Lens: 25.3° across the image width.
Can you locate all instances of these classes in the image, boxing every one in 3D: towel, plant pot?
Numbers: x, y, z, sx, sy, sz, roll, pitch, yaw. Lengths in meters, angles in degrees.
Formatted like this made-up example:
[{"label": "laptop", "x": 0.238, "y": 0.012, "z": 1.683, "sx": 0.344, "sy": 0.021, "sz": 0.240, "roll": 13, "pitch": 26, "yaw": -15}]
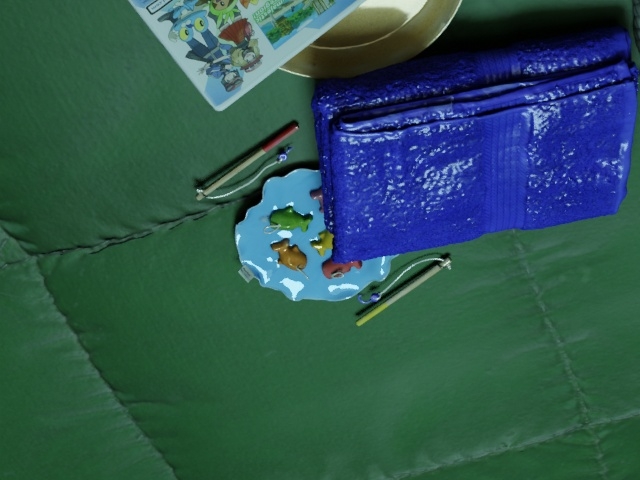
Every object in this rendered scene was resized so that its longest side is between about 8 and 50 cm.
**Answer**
[{"label": "towel", "x": 0.152, "y": -0.081, "z": 1.381, "sx": 0.308, "sy": 0.076, "sz": 0.227, "roll": -10, "pitch": 132, "yaw": -3}, {"label": "plant pot", "x": 0.015, "y": -0.250, "z": 1.282, "sx": 0.236, "sy": 0.032, "sz": 0.236, "roll": -1, "pitch": 132, "yaw": -1}]

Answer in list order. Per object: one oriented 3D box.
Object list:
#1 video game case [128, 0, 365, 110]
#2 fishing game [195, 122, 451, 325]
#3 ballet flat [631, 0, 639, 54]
[{"label": "video game case", "x": -0.018, "y": -0.284, "z": 1.101, "sx": 0.329, "sy": 0.036, "sz": 0.300, "roll": -38, "pitch": 144, "yaw": 0}, {"label": "fishing game", "x": 0.000, "y": 0.000, "z": 1.498, "sx": 0.189, "sy": 0.041, "sz": 0.264, "roll": -33, "pitch": 125, "yaw": 21}, {"label": "ballet flat", "x": 0.318, "y": -0.202, "z": 1.324, "sx": 0.057, "sy": 0.049, "sz": 0.173, "roll": -16, "pitch": 130, "yaw": 13}]
